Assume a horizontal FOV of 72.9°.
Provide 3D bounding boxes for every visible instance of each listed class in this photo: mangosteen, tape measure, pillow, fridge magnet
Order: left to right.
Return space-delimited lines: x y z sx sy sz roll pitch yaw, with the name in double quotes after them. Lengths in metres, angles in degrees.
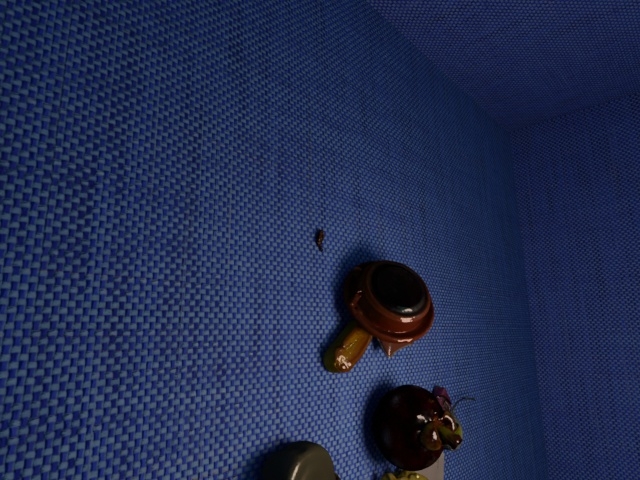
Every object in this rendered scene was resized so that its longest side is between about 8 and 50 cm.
0.284 0.374 1.762 0.179 0.075 0.171 -14 71 -41 "pillow"
0.263 0.215 1.630 0.363 0.155 0.364 11 46 -12 "fridge magnet"
0.338 0.690 1.601 0.297 0.293 0.297 1 75 -5 "mangosteen"
0.550 0.750 1.985 0.125 0.074 0.118 58 46 -19 "tape measure"
0.647 0.862 2.059 0.330 0.084 0.164 -18 97 -48 "tape measure"

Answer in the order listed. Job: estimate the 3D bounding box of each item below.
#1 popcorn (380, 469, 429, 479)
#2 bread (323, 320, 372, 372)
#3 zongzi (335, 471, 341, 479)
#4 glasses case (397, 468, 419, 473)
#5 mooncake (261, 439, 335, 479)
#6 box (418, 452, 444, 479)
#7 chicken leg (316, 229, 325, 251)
0.299 0.976 1.552 0.252 0.215 0.286 21 59 -8 "popcorn"
0.105 0.375 1.561 0.245 0.094 0.102 -40 106 -45 "bread"
0.044 0.885 1.390 0.187 0.084 0.184 -35 93 -42 "zongzi"
0.346 1.004 1.690 0.092 0.059 0.234 4 78 -16 "glasses case"
-0.065 0.722 1.256 0.275 0.135 0.275 14 72 -50 "mooncake"
0.450 0.981 1.844 0.285 0.044 0.142 21 68 -44 "box"
-0.001 -0.002 1.581 0.036 0.021 0.083 27 62 -53 "chicken leg"
